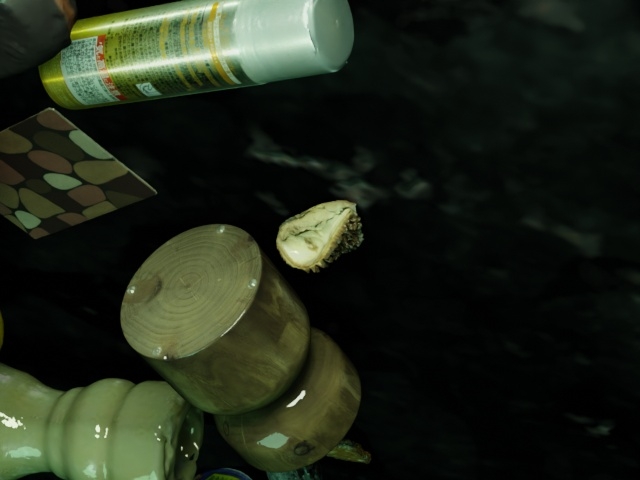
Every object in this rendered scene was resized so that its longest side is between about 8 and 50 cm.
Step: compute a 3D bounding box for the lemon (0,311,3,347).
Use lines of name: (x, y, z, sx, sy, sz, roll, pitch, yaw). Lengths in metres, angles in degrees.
lemon: (-0.508, 0.112, 1.589, 0.203, 0.178, 0.178, 27, 150, 13)

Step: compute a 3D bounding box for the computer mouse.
computer mouse: (-0.333, -0.216, 1.071, 0.323, 0.116, 0.183, -4, 143, 40)

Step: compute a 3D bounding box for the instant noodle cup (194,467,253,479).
instant noodle cup: (-0.086, 0.552, 2.005, 0.284, 0.284, 0.312, -14, 145, 38)

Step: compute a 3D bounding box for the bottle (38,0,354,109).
bottle: (-0.112, -0.168, 1.073, 0.286, 0.082, 0.082, -3, 142, 29)

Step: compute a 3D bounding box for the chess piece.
chess piece: (-0.396, 0.268, 1.735, 0.442, 0.234, 0.234, 5, 146, 13)

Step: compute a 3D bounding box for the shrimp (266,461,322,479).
shrimp: (-0.046, 0.302, 1.762, 0.090, 0.079, 0.233, 42, 158, 38)

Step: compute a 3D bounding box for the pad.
pad: (-0.311, -0.069, 1.385, 0.235, 0.003, 0.158, -16, 135, 41)

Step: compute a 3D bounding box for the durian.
durian: (0.005, -0.006, 1.319, 0.130, 0.052, 0.066, -27, 89, 44)

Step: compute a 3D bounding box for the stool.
stool: (-0.086, 0.127, 1.417, 0.179, 0.179, 0.264, -4, 141, 30)

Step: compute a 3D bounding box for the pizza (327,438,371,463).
pizza: (0.040, 0.292, 1.747, 0.083, 0.025, 0.078, 16, 153, -11)
